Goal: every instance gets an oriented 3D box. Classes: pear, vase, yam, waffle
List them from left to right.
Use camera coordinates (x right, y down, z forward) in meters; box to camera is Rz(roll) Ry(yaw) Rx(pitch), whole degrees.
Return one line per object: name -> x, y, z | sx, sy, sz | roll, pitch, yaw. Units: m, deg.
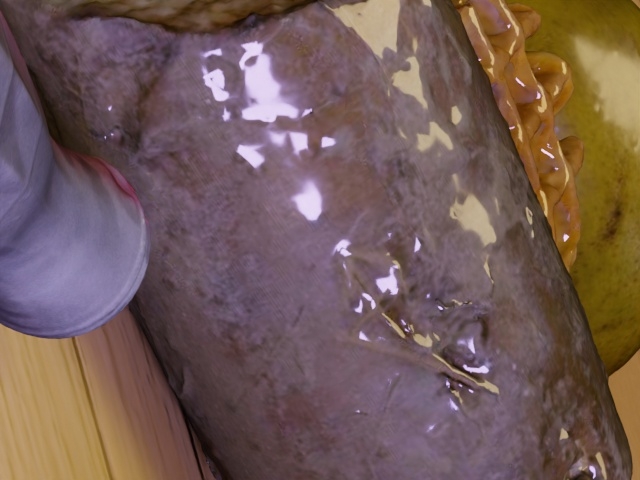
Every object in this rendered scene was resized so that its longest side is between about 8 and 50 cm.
vase -> -0.097, -0.024, 0.439 | 0.214, 0.086, 0.086 | 51, 19, -71
yam -> 0.000, 0.000, 0.673 | 0.168, 0.168, 0.304 | -86, 154, -68
waffle -> 0.071, -0.034, 0.852 | 0.211, 0.055, 0.160 | -49, 124, -53
pear -> 0.131, -0.041, 1.216 | 0.253, 0.253, 0.307 | -42, 121, -79
